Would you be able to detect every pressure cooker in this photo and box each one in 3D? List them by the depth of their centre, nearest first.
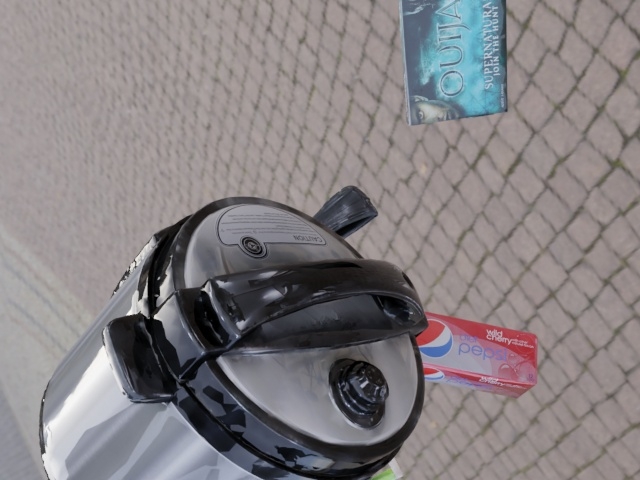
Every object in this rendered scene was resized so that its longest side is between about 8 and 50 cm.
[{"bbox_3d":[-0.082,0.158,1.074,0.375,0.370,0.420,37,125,-11],"label":"pressure cooker"}]

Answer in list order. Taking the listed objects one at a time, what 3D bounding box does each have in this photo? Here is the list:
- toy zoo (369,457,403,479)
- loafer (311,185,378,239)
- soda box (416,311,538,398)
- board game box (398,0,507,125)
[{"bbox_3d":[-0.033,0.376,1.540,0.192,0.293,0.030,63,179,-4],"label":"toy zoo"},{"bbox_3d":[0.000,0.000,1.556,0.078,0.223,0.076,47,173,20],"label":"loafer"},{"bbox_3d":[0.212,0.179,1.474,0.083,0.263,0.092,112,167,-62],"label":"soda box"},{"bbox_3d":[0.158,-0.234,1.092,0.026,0.126,0.186,-101,3,-61],"label":"board game box"}]
